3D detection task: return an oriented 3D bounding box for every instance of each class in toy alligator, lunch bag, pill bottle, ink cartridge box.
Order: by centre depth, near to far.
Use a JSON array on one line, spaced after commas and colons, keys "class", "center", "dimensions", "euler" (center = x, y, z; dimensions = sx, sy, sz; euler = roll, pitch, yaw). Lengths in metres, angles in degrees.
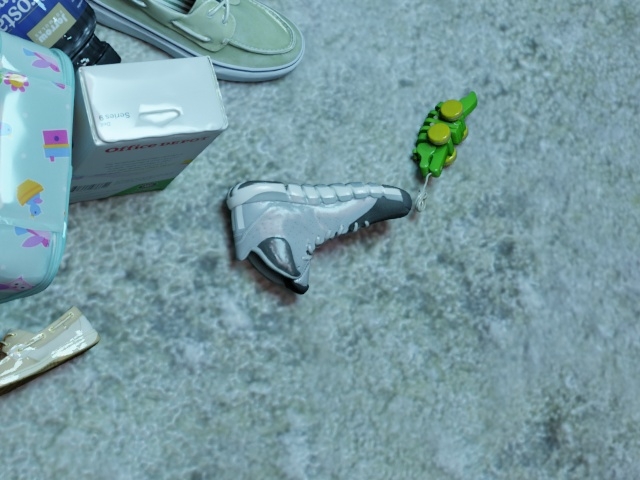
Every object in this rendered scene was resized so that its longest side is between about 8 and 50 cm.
[{"class": "lunch bag", "center": [-0.351, -0.073, 1.644], "dimensions": [0.108, 0.224, 0.279], "euler": [11, 72, -35]}, {"class": "ink cartridge box", "center": [-0.215, -0.119, 1.723], "dimensions": [0.154, 0.212, 0.093], "euler": [-10, 79, -27]}, {"class": "pill bottle", "center": [-0.329, -0.252, 1.749], "dimensions": [0.219, 0.123, 0.123], "euler": [47, 61, -21]}, {"class": "toy alligator", "center": [0.142, -0.119, 1.988], "dimensions": [0.051, 0.056, 0.190], "euler": [16, 63, 25]}]

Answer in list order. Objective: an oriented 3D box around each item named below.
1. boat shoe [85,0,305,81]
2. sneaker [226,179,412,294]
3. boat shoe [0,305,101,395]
[{"class": "boat shoe", "center": [-0.150, -0.271, 1.865], "dimensions": [0.302, 0.094, 0.109], "euler": [16, 69, -21]}, {"class": "sneaker", "center": [0.000, 0.000, 1.874], "dimensions": [0.228, 0.086, 0.132], "euler": [0, 80, -15]}, {"class": "boat shoe", "center": [-0.320, 0.121, 1.694], "dimensions": [0.170, 0.063, 0.059], "euler": [-26, 85, -38]}]
